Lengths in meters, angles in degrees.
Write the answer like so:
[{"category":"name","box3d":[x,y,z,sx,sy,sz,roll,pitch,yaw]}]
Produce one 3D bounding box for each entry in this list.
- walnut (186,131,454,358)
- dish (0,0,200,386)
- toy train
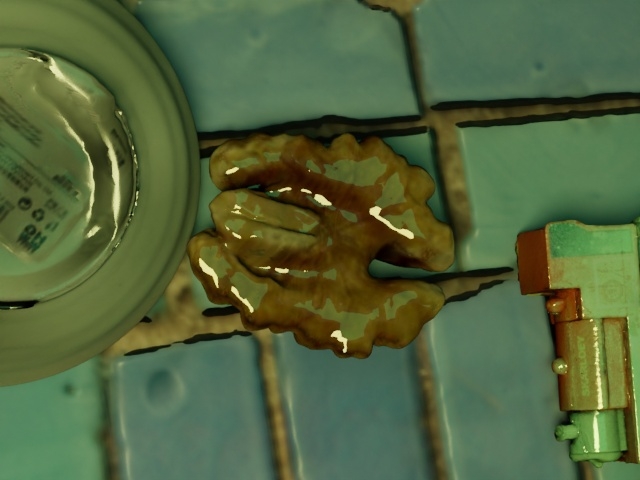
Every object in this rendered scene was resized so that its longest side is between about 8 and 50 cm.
[{"category":"walnut","box3d":[0.000,0.000,0.937,0.170,0.069,0.142,19,76,-14]},{"category":"dish","box3d":[-0.183,-0.037,0.840,0.260,0.085,0.260,-2,95,-21]},{"category":"toy train","box3d":[0.199,0.072,0.995,0.118,0.074,0.175,-2,86,-9]}]
